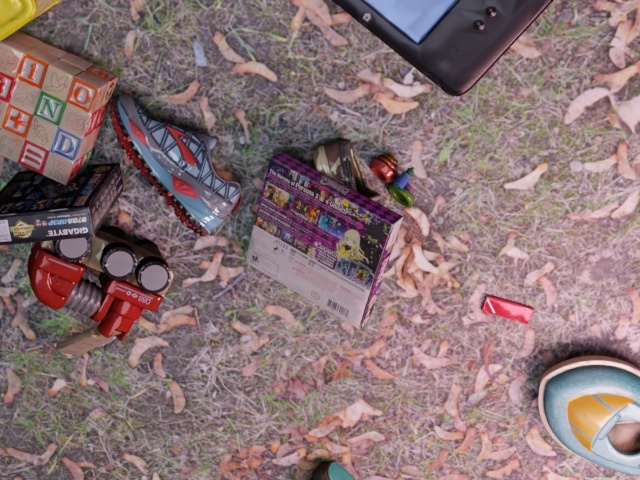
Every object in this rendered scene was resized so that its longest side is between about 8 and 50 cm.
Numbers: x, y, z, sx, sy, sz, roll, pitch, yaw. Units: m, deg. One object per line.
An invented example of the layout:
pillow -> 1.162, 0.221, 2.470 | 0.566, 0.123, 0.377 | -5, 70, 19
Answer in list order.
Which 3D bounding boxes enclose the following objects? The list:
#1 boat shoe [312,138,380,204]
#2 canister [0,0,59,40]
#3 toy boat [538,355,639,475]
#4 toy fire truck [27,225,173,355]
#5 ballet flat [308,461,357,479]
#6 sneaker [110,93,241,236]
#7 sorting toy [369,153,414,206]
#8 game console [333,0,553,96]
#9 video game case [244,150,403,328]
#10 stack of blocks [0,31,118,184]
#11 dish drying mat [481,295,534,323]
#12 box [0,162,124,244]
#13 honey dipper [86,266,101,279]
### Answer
boat shoe -> 0.061, -0.058, 1.905 | 0.073, 0.080, 0.223 | -22, 105, 17
canister -> -0.454, -0.353, 1.766 | 0.126, 0.170, 0.073 | -29, 108, 14
toy boat -> 0.513, 0.246, 1.966 | 0.267, 0.148, 0.318 | 25, 112, -7
toy fire truck -> -0.388, 0.092, 1.947 | 0.217, 0.158, 0.246 | 24, 99, -24
ballet flat -> 0.085, 0.510, 2.142 | 0.280, 0.095, 0.096 | 44, 119, -3
sneaker -> -0.227, -0.137, 1.898 | 0.125, 0.104, 0.262 | -40, 96, -16
sorting toy -> 0.125, -0.101, 1.904 | 0.042, 0.061, 0.102 | -49, 113, -15
game console -> 0.165, -0.440, 1.714 | 0.386, 0.060, 0.342 | 37, 110, -12
video game case -> 0.000, 0.000, 1.885 | 0.232, 0.042, 0.210 | 29, 126, 20
stack of blocks -> -0.485, -0.231, 1.845 | 0.297, 0.087, 0.171 | 24, 112, 1
dish drying mat -> 0.314, 0.117, 2.000 | 0.083, 0.008, 0.032 | 17, 112, -3
box -> -0.416, -0.059, 1.859 | 0.175, 0.220, 0.051 | -5, 111, 5
honey dipper -> -0.420, 0.018, 1.995 | 0.161, 0.030, 0.030 | 42, 109, -15
